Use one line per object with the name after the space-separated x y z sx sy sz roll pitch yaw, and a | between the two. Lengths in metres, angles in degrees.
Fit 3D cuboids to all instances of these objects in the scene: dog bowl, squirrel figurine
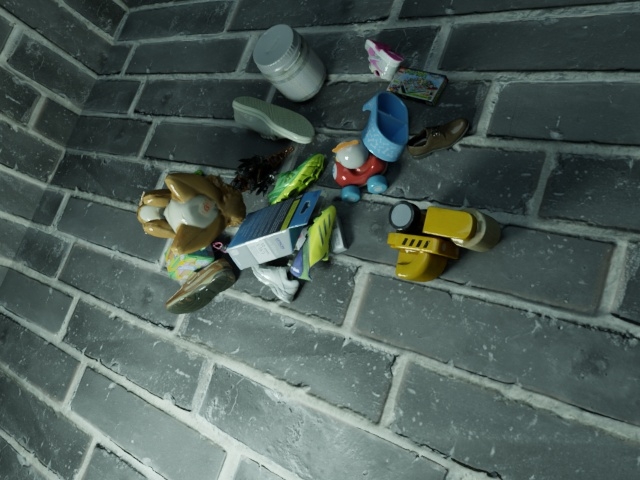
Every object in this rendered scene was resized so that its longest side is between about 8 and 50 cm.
0.237 -0.415 1.817 0.074 0.165 0.297 -47 28 48 | dog bowl
-0.501 -0.112 1.968 0.370 0.397 0.281 -4 100 49 | squirrel figurine

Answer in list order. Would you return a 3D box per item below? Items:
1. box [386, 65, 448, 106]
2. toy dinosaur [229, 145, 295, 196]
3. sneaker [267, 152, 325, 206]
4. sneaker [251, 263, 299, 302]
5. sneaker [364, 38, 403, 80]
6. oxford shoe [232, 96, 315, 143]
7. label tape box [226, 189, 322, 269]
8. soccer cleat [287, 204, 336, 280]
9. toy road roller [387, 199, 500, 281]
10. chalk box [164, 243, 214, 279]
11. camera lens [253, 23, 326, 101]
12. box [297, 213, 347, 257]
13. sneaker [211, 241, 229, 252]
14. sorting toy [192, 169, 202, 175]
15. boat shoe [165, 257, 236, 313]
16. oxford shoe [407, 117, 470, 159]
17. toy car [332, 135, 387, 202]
0.361 -0.581 1.917 0.207 0.036 0.114 27 86 36 | box
-0.258 -0.295 2.111 0.322 0.164 0.218 -55 10 9 | toy dinosaur
-0.107 -0.247 2.027 0.295 0.109 0.123 -43 59 10 | sneaker
-0.162 0.133 1.934 0.232 0.090 0.115 37 86 27 | sneaker
0.229 -0.709 2.008 0.252 0.103 0.111 -111 36 -50 | sneaker
-0.202 -0.493 2.184 0.449 0.169 0.130 28 128 29 | oxford shoe
-0.148 -0.044 1.903 0.347 0.115 0.249 -16 30 25 | label tape box
-0.007 0.011 1.846 0.121 0.093 0.289 30 84 5 | soccer cleat
0.364 0.019 1.582 0.329 0.202 0.241 9 88 39 | toy road roller
-0.534 0.052 2.121 0.213 0.132 0.132 -46 51 32 | chalk box
-0.121 -0.729 2.127 0.219 0.274 0.219 -12 65 27 | camera lens
0.000 0.000 1.906 0.186 0.038 0.145 -24 61 21 | box
-0.440 0.022 2.159 0.119 0.057 0.047 3 74 34 | sneaker
-0.563 -0.281 2.372 0.061 0.042 0.102 -28 45 2 | sorting toy
-0.491 0.187 2.096 0.324 0.122 0.120 -31 52 8 | boat shoe
0.405 -0.362 1.767 0.227 0.096 0.083 -28 57 18 | oxford shoe
0.108 -0.293 1.833 0.210 0.238 0.219 -18 62 25 | toy car
